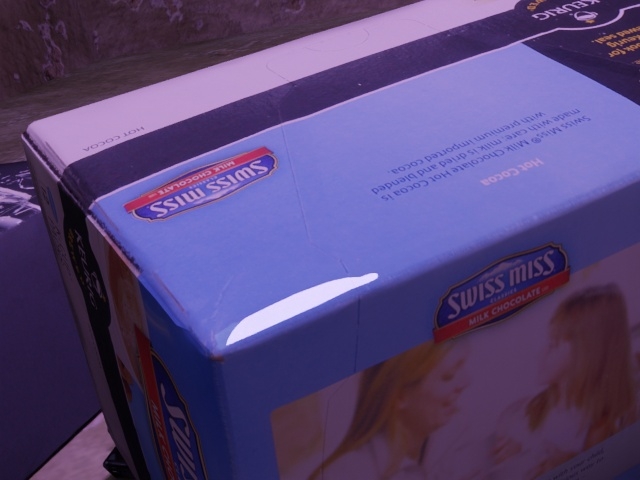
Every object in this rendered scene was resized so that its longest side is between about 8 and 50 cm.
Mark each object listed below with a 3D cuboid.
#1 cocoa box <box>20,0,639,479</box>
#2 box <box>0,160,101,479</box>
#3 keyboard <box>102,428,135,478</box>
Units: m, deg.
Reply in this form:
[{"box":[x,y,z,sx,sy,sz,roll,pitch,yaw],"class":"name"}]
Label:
[{"box":[0.061,0.023,0.558,0.347,0.231,0.228,-22,38,-22],"class":"cocoa box"},{"box":[-0.331,0.067,0.859,0.313,0.178,0.343,-3,22,25],"class":"box"},{"box":[-0.085,0.107,0.767,0.100,0.038,0.192,-3,37,37],"class":"keyboard"}]
